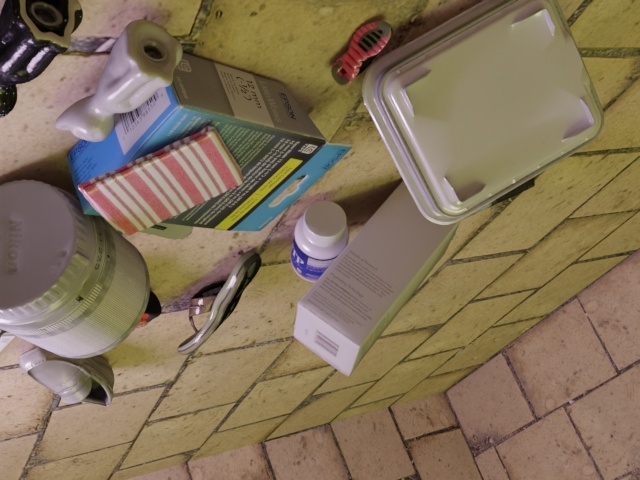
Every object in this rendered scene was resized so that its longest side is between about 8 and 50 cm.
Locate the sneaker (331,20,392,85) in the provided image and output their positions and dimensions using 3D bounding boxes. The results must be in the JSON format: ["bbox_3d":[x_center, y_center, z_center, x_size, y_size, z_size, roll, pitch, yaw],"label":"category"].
[{"bbox_3d":[0.067,-0.280,1.176,0.119,0.047,0.057,-41,173,37],"label":"sneaker"}]

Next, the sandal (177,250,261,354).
[{"bbox_3d":[-0.228,0.126,1.719,0.302,0.086,0.120,-56,176,25],"label":"sandal"}]

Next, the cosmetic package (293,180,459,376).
[{"bbox_3d":[0.118,0.074,1.624,0.365,0.155,0.197,-50,166,-25],"label":"cosmetic package"}]

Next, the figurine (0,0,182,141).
[{"bbox_3d":[-0.304,-0.193,0.957,0.215,0.092,0.209,12,148,-41],"label":"figurine"}]

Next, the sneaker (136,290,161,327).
[{"bbox_3d":[-0.443,0.144,1.550,0.145,0.090,0.270,-33,157,16],"label":"sneaker"}]

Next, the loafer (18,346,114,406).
[{"bbox_3d":[-0.549,0.302,1.764,0.112,0.111,0.319,-26,156,8],"label":"loafer"}]

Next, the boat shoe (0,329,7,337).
[{"bbox_3d":[-0.584,0.138,1.392,0.219,0.078,0.070,-18,128,-18],"label":"boat shoe"}]

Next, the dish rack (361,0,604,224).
[{"bbox_3d":[0.259,-0.202,1.195,0.333,0.285,0.072,-30,-164,-4],"label":"dish rack"}]

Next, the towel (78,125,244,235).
[{"bbox_3d":[-0.212,-0.081,1.084,0.197,0.029,0.144,-25,155,-1],"label":"towel"}]

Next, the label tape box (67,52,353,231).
[{"bbox_3d":[-0.157,-0.132,1.193,0.348,0.115,0.249,4,144,-49],"label":"label tape box"}]

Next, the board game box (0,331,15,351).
[{"bbox_3d":[-0.739,0.231,1.516,0.305,0.053,0.193,-38,152,31],"label":"board game box"}]

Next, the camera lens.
[{"bbox_3d":[-0.404,0.052,1.223,0.219,0.219,0.274,-23,157,1],"label":"camera lens"}]

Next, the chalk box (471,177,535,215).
[{"bbox_3d":[0.248,-0.183,1.367,0.180,0.179,0.289,-25,156,6],"label":"chalk box"}]

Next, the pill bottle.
[{"bbox_3d":[0.000,0.000,1.613,0.112,0.112,0.186,-16,155,-15],"label":"pill bottle"}]

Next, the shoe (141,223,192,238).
[{"bbox_3d":[-0.279,-0.060,1.275,0.063,0.081,0.178,-27,154,27],"label":"shoe"}]
